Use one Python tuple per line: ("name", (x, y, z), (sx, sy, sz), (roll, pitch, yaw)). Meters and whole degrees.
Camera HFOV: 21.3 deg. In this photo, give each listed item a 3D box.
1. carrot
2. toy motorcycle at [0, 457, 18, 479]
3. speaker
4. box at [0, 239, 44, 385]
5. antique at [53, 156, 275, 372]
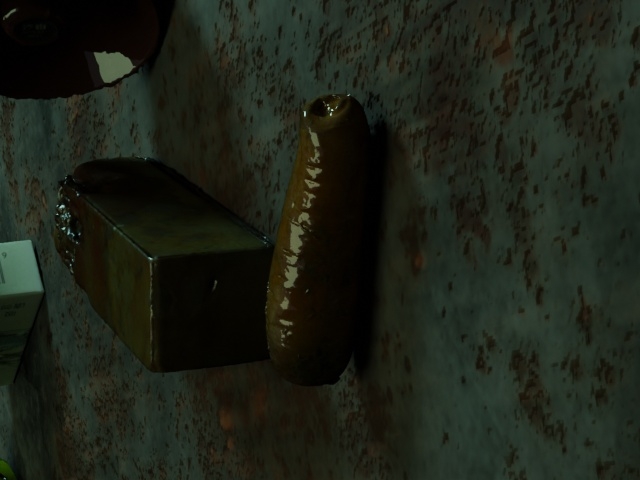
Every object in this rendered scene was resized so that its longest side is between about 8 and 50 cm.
("carrot", (0.000, 0.000, 1.012), (0.060, 0.060, 0.186), (-135, 47, -58))
("toy motorcycle", (-0.394, 0.340, 1.964), (0.342, 0.142, 0.206), (-148, 56, -61))
("speaker", (-0.217, -0.274, 1.433), (0.259, 0.198, 0.329), (50, -150, -50))
("box", (-0.416, 0.096, 1.920), (0.256, 0.164, 0.069), (122, 137, -57))
("antique", (-0.128, 0.010, 1.281), (0.310, 0.093, 0.087), (-145, 53, -63))
